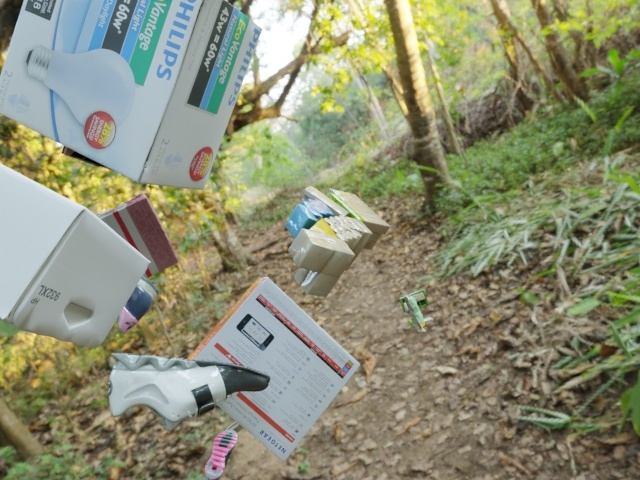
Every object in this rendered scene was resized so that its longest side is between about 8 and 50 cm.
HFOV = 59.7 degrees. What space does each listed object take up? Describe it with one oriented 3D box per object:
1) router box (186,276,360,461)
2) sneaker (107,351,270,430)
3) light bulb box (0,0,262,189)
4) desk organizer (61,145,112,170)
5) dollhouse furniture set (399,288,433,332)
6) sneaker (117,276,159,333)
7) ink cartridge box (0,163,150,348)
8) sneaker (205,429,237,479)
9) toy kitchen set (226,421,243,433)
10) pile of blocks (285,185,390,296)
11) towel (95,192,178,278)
[{"bbox_3d":[-0.120,0.308,1.368,0.301,0.335,0.082,-48,12,-15],"label":"router box"},{"bbox_3d":[-0.268,0.317,1.154,0.330,0.146,0.122,8,-17,-20],"label":"sneaker"},{"bbox_3d":[-0.363,-0.328,1.068,0.358,0.361,0.225,-68,-16,9],"label":"light bulb box"},{"bbox_3d":[-0.518,-0.197,1.269,0.050,0.047,0.130,19,-1,16],"label":"desk organizer"},{"bbox_3d":[0.211,0.142,1.178,0.058,0.076,0.152,-19,1,-1],"label":"dollhouse furniture set"},{"bbox_3d":[-0.532,0.116,1.261,0.318,0.112,0.131,11,56,19],"label":"sneaker"},{"bbox_3d":[-0.375,-0.017,0.617,0.129,0.307,0.223,-61,-7,-14],"label":"ink cartridge box"},{"bbox_3d":[-0.216,0.469,1.211,0.047,0.057,0.119,15,42,10],"label":"sneaker"},{"bbox_3d":[-0.244,0.501,1.560,0.075,0.083,0.068,-36,16,-8],"label":"toy kitchen set"},{"bbox_3d":[0.000,0.000,0.940,0.113,0.149,0.362,-57,-9,19],"label":"pile of blocks"},{"bbox_3d":[-0.555,0.041,1.432,0.329,0.237,0.037,-27,41,-15],"label":"towel"}]
